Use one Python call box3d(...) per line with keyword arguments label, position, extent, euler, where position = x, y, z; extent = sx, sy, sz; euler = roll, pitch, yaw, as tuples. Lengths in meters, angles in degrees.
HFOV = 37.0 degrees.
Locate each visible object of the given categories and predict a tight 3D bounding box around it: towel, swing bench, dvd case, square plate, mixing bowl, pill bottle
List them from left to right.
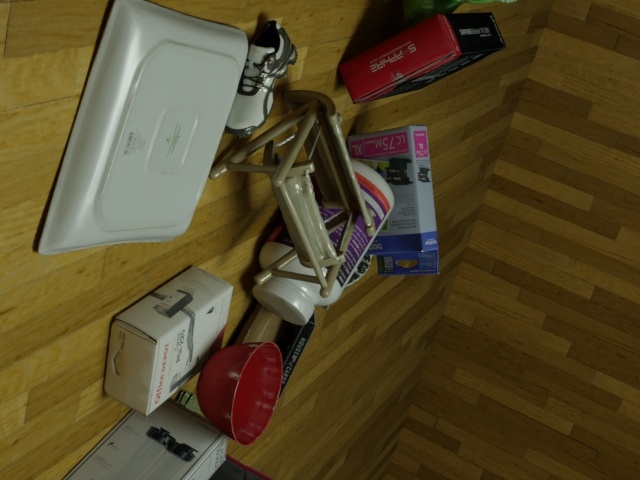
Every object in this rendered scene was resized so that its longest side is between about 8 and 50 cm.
box3d(label="square plate", position=(-0.223, -0.143, 1.329), extent=(0.344, 0.049, 0.347), euler=(-10, 122, -68))
box3d(label="towel", position=(-0.270, 0.358, 1.845), extent=(0.110, 0.027, 0.148), euler=(-57, 158, -26))
box3d(label="mixing bowl", position=(-0.147, 0.249, 1.628), extent=(0.181, 0.098, 0.181), euler=(12, 90, -68))
box3d(label="dvd case", position=(-0.062, 0.207, 2.029), extent=(0.239, 0.029, 0.179), euler=(-97, -148, -74))
box3d(label="swing bench", position=(-0.023, -0.085, 1.639), extent=(0.255, 0.165, 0.253), euler=(-50, 133, -34))
box3d(label="pill bottle", position=(0.000, 0.000, 1.890), extent=(0.323, 0.181, 0.181), euler=(-57, 160, -21))

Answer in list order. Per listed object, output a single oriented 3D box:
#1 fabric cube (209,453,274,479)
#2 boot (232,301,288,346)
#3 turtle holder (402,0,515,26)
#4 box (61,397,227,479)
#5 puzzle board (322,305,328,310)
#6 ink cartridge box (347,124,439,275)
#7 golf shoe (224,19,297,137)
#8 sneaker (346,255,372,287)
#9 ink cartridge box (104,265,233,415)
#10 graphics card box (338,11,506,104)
box3d(label="fabric cube", position=(-0.233, 0.603, 1.887), extent=(0.254, 0.259, 0.258), euler=(-36, 146, -57))
box3d(label="boot", position=(-0.134, 0.250, 1.986), extent=(0.269, 0.089, 0.236), euler=(-60, 167, -27))
box3d(label="turtle holder", position=(0.288, -0.596, 1.919), extent=(0.227, 0.320, 0.243), euler=(-5, 77, -53))
box3d(label="box", position=(-0.302, 0.399, 1.594), extent=(0.290, 0.169, 0.087), euler=(-47, 154, -44))
box3d(label="puzzle board", position=(-0.021, 0.076, 2.014), extent=(0.011, 0.128, 0.096), euler=(-26, 140, -34))
box3d(label="ink cartridge box", position=(0.152, -0.078, 2.005), extent=(0.065, 0.186, 0.311), euler=(-11, 95, -43))
box3d(label="golf shoe", position=(-0.105, -0.254, 1.481), extent=(0.094, 0.077, 0.198), euler=(70, 38, -59))
box3d(label="sneaker", position=(0.073, 0.053, 2.280), extent=(0.275, 0.107, 0.110), euler=(-44, 161, -46))
box3d(label="ink cartridge box", position=(-0.247, 0.160, 1.569), extent=(0.218, 0.092, 0.158), euler=(-36, 145, -53))
box3d(label="graphics card box", position=(0.217, -0.376, 1.947), extent=(0.371, 0.233, 0.094), euler=(-25, 91, -60))
